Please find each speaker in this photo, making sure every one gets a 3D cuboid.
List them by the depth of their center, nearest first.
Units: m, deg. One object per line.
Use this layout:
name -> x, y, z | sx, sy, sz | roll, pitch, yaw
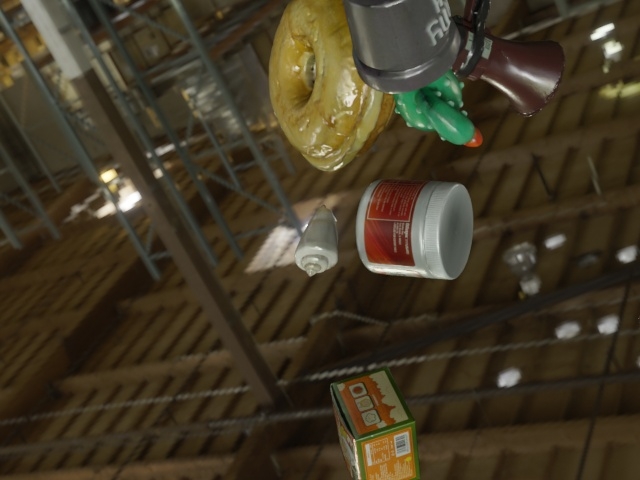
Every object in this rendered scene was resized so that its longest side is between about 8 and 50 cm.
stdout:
speaker -> 0.414, -0.471, 2.325 | 0.259, 0.329, 0.198 | -60, -151, 14

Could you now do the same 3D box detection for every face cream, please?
face cream -> 0.194, -0.025, 2.044 | 0.187, 0.201, 0.201 | 4, -145, 28

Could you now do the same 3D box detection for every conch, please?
conch -> -0.004, 0.007, 2.270 | 0.094, 0.104, 0.176 | 120, -18, -45

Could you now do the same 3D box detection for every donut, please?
donut -> 0.024, -0.383, 2.316 | 0.198, 0.449, 0.449 | 1, -173, -30

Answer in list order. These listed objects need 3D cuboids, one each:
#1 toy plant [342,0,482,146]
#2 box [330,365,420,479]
toy plant -> 0.161, -0.306, 1.697 | 0.185, 0.400, 0.279 | -42, -125, -10
box -> 0.117, 0.418, 2.170 | 0.148, 0.195, 0.177 | -17, -140, -9
